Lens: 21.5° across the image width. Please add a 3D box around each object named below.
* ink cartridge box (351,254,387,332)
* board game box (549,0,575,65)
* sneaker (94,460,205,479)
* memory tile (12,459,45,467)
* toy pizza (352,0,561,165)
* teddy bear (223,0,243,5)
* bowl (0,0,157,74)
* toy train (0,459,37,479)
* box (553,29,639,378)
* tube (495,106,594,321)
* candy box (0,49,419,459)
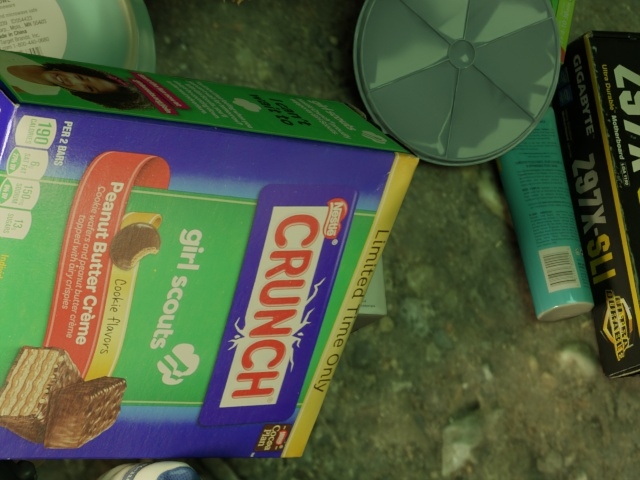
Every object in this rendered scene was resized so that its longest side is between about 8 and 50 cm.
[{"bbox_3d":[0.000,0.000,1.381,0.063,0.109,0.150,3,73,-24],"label":"ink cartridge box"},{"bbox_3d":[0.149,-0.232,1.572,0.181,0.043,0.092,23,65,-20],"label":"board game box"},{"bbox_3d":[-0.056,0.283,1.250,0.296,0.131,0.112,45,58,-10],"label":"sneaker"},{"bbox_3d":[-0.262,0.118,1.263,0.148,0.012,0.113,45,59,-9],"label":"memory tile"},{"bbox_3d":[0.121,-0.167,1.513,0.201,0.032,0.201,-2,95,-18],"label":"toy pizza"},{"bbox_3d":[-0.059,-0.298,1.389,0.338,0.113,0.245,-24,45,-37],"label":"teddy bear"},{"bbox_3d":[-0.246,-0.132,1.265,0.311,0.163,0.311,9,70,-26],"label":"bowl"},{"bbox_3d":[-0.199,0.301,1.175,0.334,0.142,0.190,52,47,-2],"label":"toy train"},{"bbox_3d":[0.364,-0.035,1.604,0.257,0.079,0.322,-1,75,-26],"label":"box"},{"bbox_3d":[0.201,-0.031,1.536,0.080,0.052,0.207,2,68,-32],"label":"tube"},{"bbox_3d":[-0.124,0.020,1.199,0.317,0.122,0.268,4,116,-35],"label":"candy box"}]
